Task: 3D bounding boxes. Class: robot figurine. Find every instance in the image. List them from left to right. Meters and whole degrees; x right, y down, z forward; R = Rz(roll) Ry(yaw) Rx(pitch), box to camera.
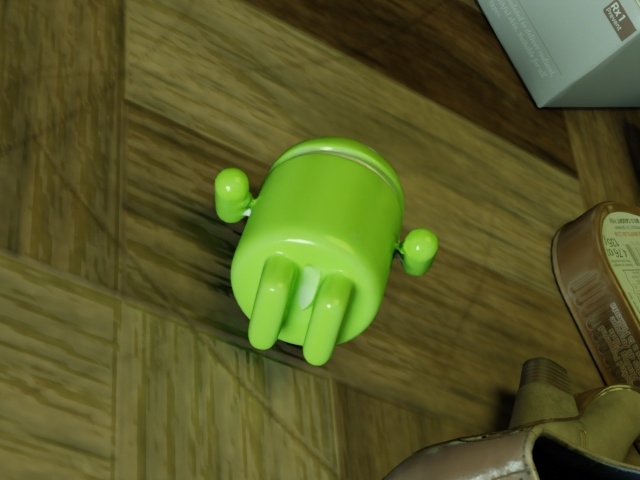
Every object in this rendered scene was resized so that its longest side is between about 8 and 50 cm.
[{"bbox_3d":[0.000,0.000,0.638,0.101,0.067,0.115,15,41,3],"label":"robot figurine"}]

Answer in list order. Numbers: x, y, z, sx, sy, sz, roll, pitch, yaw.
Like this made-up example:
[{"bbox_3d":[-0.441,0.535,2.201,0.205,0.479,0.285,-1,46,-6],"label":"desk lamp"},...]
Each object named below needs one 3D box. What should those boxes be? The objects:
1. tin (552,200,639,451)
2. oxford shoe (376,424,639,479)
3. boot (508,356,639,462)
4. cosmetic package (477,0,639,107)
[{"bbox_3d":[0.198,0.062,0.824,0.106,0.040,0.189,-3,61,-43],"label":"tin"},{"bbox_3d":[0.165,0.176,0.568,0.364,0.133,0.130,27,41,-28],"label":"oxford shoe"},{"bbox_3d":[0.135,0.111,0.714,0.118,0.042,0.087,23,50,-31],"label":"boot"},{"bbox_3d":[0.216,-0.165,0.987,0.238,0.107,0.127,-6,64,-46],"label":"cosmetic package"}]
